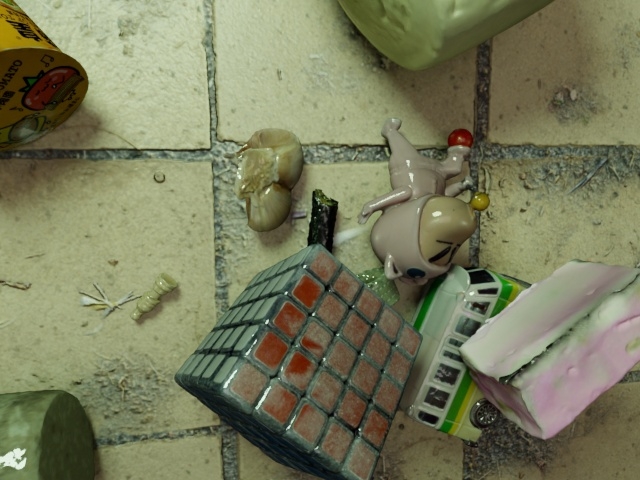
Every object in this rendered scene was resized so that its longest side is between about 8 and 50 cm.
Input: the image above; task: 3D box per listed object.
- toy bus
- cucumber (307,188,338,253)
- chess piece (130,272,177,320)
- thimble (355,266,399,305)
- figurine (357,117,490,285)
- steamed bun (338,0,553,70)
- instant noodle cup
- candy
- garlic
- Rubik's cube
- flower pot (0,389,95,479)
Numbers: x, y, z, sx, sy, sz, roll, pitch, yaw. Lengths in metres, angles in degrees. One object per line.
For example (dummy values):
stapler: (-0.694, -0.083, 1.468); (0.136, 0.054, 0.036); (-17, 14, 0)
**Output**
toy bus: (0.252, 0.189, 0.741); (0.179, 0.143, 0.305); (22, 94, -12)
cucumber: (0.000, 0.000, 0.715); (0.053, 0.053, 0.181); (5, 99, -11)
chess piece: (-0.288, 0.100, 0.683); (0.035, 0.035, 0.092); (42, 93, -13)
thimble: (0.083, 0.096, 0.724); (0.110, 0.084, 0.062); (-26, 101, -2)
figurine: (0.178, -0.067, 0.681); (0.176, 0.186, 0.287); (18, 77, -40)
steamed bun: (0.147, -0.494, 0.553); (0.372, 0.290, 0.455); (-29, 100, 0)
instant noodle cup: (-0.456, -0.240, 0.522); (0.216, 0.216, 0.172); (-36, 94, -4)
candy: (0.354, 0.146, 0.600); (0.265, 0.155, 0.115); (-38, 96, -5)
garlic: (-0.092, -0.101, 0.666); (0.124, 0.099, 0.174); (4, 102, -30)
Rubik's cube: (-0.035, 0.181, 0.601); (0.237, 0.237, 0.238); (45, 55, -15)
flower pot: (-0.525, 0.360, 0.559); (0.331, 0.294, 0.293); (-12, 100, -16)
